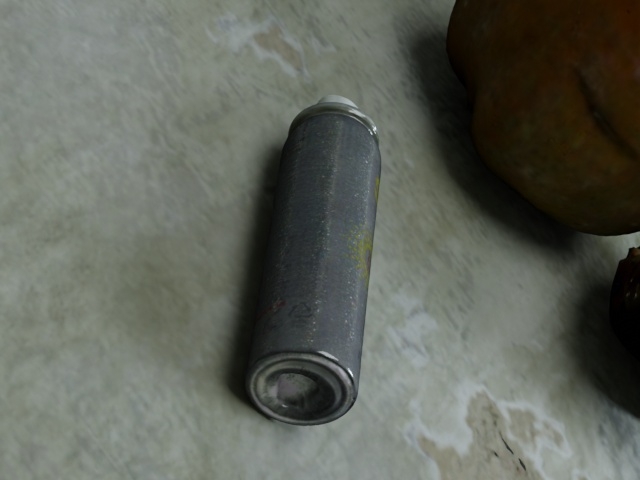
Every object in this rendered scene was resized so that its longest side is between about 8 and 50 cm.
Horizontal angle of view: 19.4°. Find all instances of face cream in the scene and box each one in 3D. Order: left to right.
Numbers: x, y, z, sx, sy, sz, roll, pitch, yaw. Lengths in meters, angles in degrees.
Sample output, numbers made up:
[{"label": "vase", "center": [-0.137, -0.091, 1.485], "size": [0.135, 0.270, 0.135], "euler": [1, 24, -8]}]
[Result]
[{"label": "face cream", "center": [0.000, 0.000, 1.272], "size": [0.073, 0.073, 0.283], "euler": [36, 37, -24]}]

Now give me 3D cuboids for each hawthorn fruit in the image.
[{"label": "hawthorn fruit", "center": [0.261, -0.163, 1.539], "size": [0.268, 0.301, 0.268], "euler": [39, 30, -28]}]

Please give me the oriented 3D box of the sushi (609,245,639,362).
[{"label": "sushi", "center": [0.345, 0.061, 1.499], "size": [0.227, 0.212, 0.215], "euler": [-131, -155, -63]}]
